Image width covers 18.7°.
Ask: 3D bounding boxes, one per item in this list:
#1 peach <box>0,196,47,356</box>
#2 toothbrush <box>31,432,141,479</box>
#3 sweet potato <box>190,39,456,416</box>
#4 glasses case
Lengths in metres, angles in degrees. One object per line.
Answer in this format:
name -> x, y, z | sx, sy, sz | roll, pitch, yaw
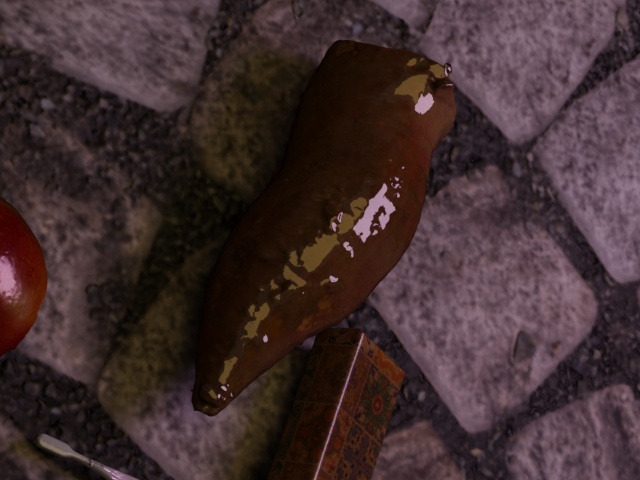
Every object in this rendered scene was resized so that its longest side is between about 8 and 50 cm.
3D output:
peach -> -0.270, 0.013, 1.372 | 0.151, 0.151, 0.118 | -48, 145, -28
toothbrush -> -0.124, 0.191, 1.446 | 0.204, 0.022, 0.017 | 29, 68, -19
sweet potato -> -0.001, 0.001, 1.501 | 0.131, 0.131, 0.336 | 33, 65, -16
glasses case -> -0.002, 0.179, 1.487 | 0.075, 0.049, 0.218 | 46, 55, -46
